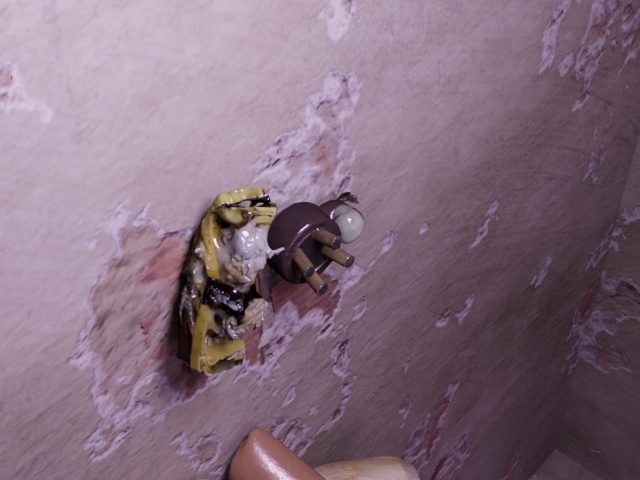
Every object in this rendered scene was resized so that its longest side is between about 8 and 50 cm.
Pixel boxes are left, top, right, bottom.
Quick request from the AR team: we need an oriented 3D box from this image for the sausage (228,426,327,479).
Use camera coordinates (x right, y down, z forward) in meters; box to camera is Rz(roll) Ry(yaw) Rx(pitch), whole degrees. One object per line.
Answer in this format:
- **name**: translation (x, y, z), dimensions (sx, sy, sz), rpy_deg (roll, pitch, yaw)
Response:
- **sausage**: translation (-0.055, 0.464, 1.667), dimensions (0.123, 0.253, 0.123), rpy_deg (-49, 170, -12)

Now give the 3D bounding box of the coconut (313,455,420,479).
- **coconut**: translation (0.057, 0.649, 1.870), dimensions (0.404, 0.404, 0.404), rpy_deg (-35, 142, -34)

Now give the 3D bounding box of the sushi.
- **sushi**: translation (-0.124, 0.058, 1.323), dimensions (0.139, 0.131, 0.291), rpy_deg (-9, 116, -50)

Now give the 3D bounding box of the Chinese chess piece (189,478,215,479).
- **Chinese chess piece**: translation (-0.244, 0.589, 1.599), dimensions (0.338, 0.140, 0.338), rpy_deg (-33, 140, -34)

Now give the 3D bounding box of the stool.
- **stool**: translation (0.000, 0.000, 1.460), dimensions (0.217, 0.121, 0.125), rpy_deg (-28, 136, -33)
